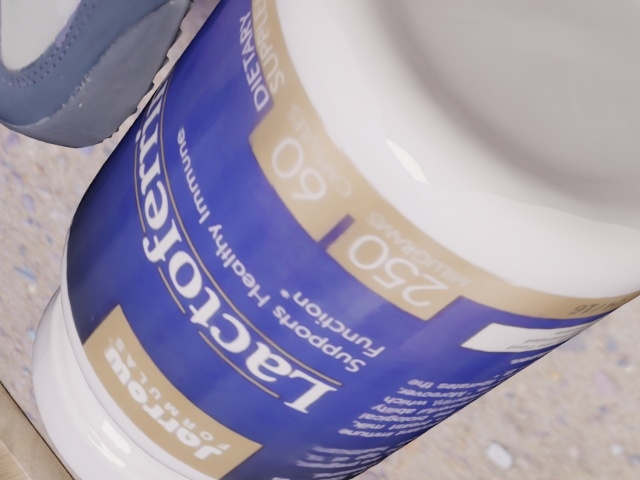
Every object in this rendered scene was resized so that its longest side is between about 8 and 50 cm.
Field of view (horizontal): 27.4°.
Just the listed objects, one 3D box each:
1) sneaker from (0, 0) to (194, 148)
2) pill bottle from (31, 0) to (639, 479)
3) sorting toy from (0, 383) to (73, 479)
[{"bbox_3d":[-0.090,-0.173,0.359,0.112,0.131,0.319,36,122,41],"label":"sneaker"},{"bbox_3d":[0.000,0.000,0.457,0.153,0.153,0.264,46,138,1],"label":"pill bottle"},{"bbox_3d":[-0.301,0.137,0.854,0.257,0.089,0.255,-25,103,46],"label":"sorting toy"}]
